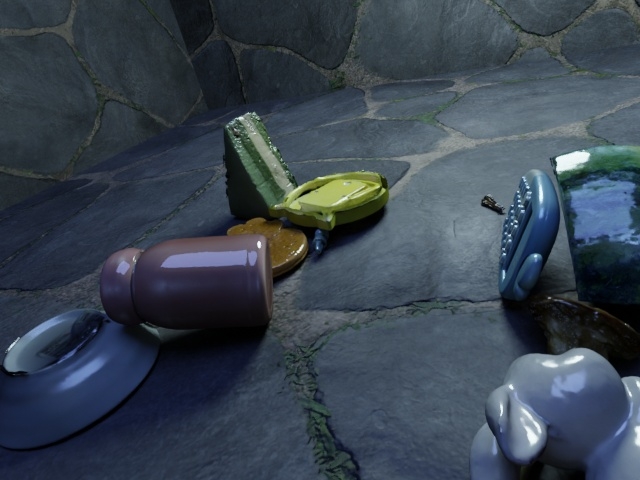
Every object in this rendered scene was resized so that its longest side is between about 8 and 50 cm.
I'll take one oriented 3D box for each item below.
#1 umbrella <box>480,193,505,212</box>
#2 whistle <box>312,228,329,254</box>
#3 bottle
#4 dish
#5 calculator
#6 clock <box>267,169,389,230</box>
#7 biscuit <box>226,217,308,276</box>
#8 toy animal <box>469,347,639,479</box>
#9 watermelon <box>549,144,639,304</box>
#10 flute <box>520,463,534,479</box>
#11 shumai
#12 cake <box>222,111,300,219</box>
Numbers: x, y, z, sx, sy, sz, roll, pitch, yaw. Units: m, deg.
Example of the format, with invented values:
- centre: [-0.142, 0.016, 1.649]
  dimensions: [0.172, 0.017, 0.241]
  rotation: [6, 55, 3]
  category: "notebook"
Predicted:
- centre: [0.396, -0.085, 1.002]
  dimensions: [0.032, 0.020, 0.083]
  rotation: [-18, 33, -4]
  category: "umbrella"
- centre: [0.000, 0.000, 1.023]
  dimensions: [0.035, 0.035, 0.100]
  rotation: [-8, 30, 13]
  category: "whistle"
- centre: [-0.241, 0.089, 0.816]
  dimensions: [0.297, 0.206, 0.173]
  rotation: [-4, 63, -3]
  category: "bottle"
- centre: [-0.465, 0.211, 0.794]
  dimensions: [0.317, 0.106, 0.316]
  rotation: [-12, 28, 6]
  category: "dish"
- centre: [0.338, -0.009, 0.719]
  dimensions: [0.042, 0.188, 0.302]
  rotation: [15, 36, 10]
  category: "calculator"
- centre: [0.039, -0.100, 1.145]
  dimensions: [0.294, 0.071, 0.277]
  rotation: [-30, 31, -29]
  category: "clock"
- centre: [-0.145, 0.016, 1.056]
  dimensions: [0.202, 0.044, 0.289]
  rotation: [-26, 28, -20]
  category: "biscuit"
- centre: [0.253, 0.202, 0.409]
  dimensions: [0.193, 0.127, 0.179]
  rotation: [29, 51, 32]
  category: "toy animal"
- centre: [0.469, 0.003, 0.665]
  dimensions: [0.213, 0.201, 0.261]
  rotation: [1, 59, 23]
  category: "watermelon"
- centre: [0.218, 0.250, 0.473]
  dimensions: [0.027, 0.027, 0.233]
  rotation: [14, 39, 42]
  category: "flute"
- centre: [0.342, 0.122, 0.587]
  dimensions: [0.105, 0.139, 0.123]
  rotation: [-45, -4, 8]
  category: "shumai"
- centre: [-0.159, -0.201, 1.228]
  dimensions: [0.172, 0.283, 0.158]
  rotation: [20, 41, 23]
  category: "cake"
